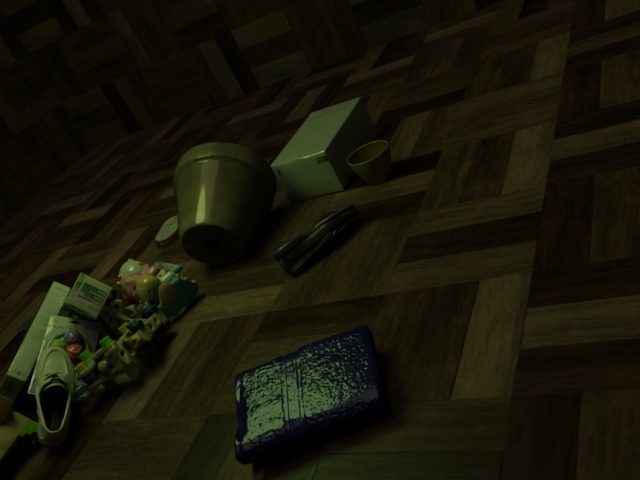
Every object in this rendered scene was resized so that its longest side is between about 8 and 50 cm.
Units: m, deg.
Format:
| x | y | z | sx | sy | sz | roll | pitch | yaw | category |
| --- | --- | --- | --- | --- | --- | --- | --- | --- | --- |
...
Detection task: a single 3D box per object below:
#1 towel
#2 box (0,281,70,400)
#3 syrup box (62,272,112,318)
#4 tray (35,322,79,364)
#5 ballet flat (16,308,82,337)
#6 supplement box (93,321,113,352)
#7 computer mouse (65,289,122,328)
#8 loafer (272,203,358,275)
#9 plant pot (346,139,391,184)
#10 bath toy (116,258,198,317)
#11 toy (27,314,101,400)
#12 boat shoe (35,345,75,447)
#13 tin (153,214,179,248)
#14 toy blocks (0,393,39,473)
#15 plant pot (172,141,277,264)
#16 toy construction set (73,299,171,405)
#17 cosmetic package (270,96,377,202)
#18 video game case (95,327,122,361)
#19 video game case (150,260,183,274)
| x | y | z | sx | sy | sz | roll | pitch | yaw | category |
| --- | --- | --- | --- | --- | --- | --- | --- | --- | --- |
| -0.021 | 0.301 | 1.342 | 0.308 | 0.076 | 0.227 | -23 | 34 | 9 | towel |
| -0.818 | 0.300 | 1.943 | 0.232 | 0.059 | 0.322 | -45 | 24 | 40 | box |
| -0.647 | 0.161 | 1.911 | 0.096 | 0.093 | 0.237 | -66 | 16 | -18 | syrup box |
| -0.789 | 0.310 | 2.053 | 0.270 | 0.030 | 0.145 | -2 | 61 | 50 | tray |
| -0.864 | 0.275 | 2.230 | 0.250 | 0.058 | 0.084 | -16 | 32 | 15 | ballet flat |
| -0.635 | 0.279 | 1.946 | 0.083 | 0.055 | 0.043 | -33 | 27 | -11 | supplement box |
| -0.680 | 0.225 | 2.091 | 0.262 | 0.060 | 0.184 | -41 | 36 | 11 | computer mouse |
| 0.000 | 0.000 | 1.869 | 0.268 | 0.084 | 0.096 | -33 | -5 | -16 | loafer |
| 0.159 | -0.225 | 2.071 | 0.134 | 0.095 | 0.134 | -23 | 26 | 12 | plant pot |
| -0.506 | 0.137 | 2.036 | 0.348 | 0.151 | 0.129 | 11 | 79 | 51 | bath toy |
| -0.671 | 0.299 | 1.825 | 0.056 | 0.137 | 0.237 | 120 | 157 | -51 | toy |
| -0.652 | 0.366 | 1.689 | 0.096 | 0.088 | 0.267 | 7 | 48 | -20 | boat shoe |
| -0.532 | -0.037 | 2.479 | 0.106 | 0.040 | 0.189 | -15 | 29 | 16 | tin |
| -0.888 | 0.479 | 1.618 | 0.190 | 0.382 | 0.261 | -61 | 2 | 44 | toy blocks |
| -0.304 | -0.089 | 2.098 | 0.323 | 0.323 | 0.280 | -17 | 45 | 22 | plant pot |
| -0.517 | 0.268 | 1.807 | 0.215 | 0.151 | 0.327 | -37 | 23 | 17 | toy construction set |
| 0.020 | -0.304 | 2.289 | 0.217 | 0.156 | 0.385 | -10 | 32 | 33 | cosmetic package |
| -0.591 | 0.286 | 1.974 | 0.143 | 0.019 | 0.157 | -36 | 28 | -15 | video game case |
| -0.528 | 0.114 | 2.224 | 0.166 | 0.015 | 0.119 | 6 | 42 | 49 | video game case |
